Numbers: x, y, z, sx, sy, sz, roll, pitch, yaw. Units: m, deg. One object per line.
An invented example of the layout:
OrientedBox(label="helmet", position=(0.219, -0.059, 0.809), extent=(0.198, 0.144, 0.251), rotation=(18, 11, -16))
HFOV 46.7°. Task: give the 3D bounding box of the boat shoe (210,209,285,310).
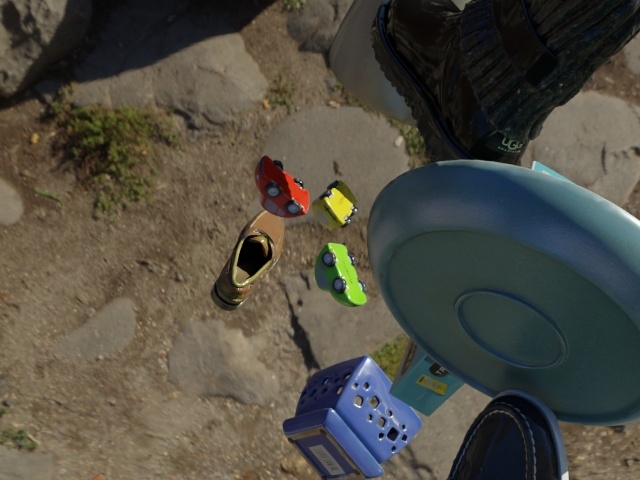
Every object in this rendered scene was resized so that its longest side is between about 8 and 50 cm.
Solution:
OrientedBox(label="boat shoe", position=(-0.142, 0.027, 1.697), extent=(0.110, 0.104, 0.307), rotation=(30, 47, -9))

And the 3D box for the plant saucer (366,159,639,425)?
OrientedBox(label="plant saucer", position=(0.170, 0.065, 0.642), extent=(0.317, 0.318, 0.044), rotation=(31, 60, 12))

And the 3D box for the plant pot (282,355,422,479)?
OrientedBox(label="plant pot", position=(0.063, 0.446, 1.781), extent=(0.236, 0.236, 0.212), rotation=(52, 48, -9))

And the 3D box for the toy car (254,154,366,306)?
OrientedBox(label="toy car", position=(0.000, 0.000, 1.074), extent=(0.053, 0.239, 0.225), rotation=(-32, 67, 28))

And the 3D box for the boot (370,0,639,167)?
OrientedBox(label="boot", position=(0.190, -0.244, 0.787), extent=(0.131, 0.260, 0.348), rotation=(5, 45, -27))

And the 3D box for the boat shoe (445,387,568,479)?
OrientedBox(label="boat shoe", position=(0.145, 0.287, 0.685), extent=(0.114, 0.091, 0.303), rotation=(16, 101, 46))

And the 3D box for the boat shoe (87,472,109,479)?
OrientedBox(label="boat shoe", position=(-0.380, 0.418, 1.095), extent=(0.178, 0.064, 0.060), rotation=(-38, 73, -20))

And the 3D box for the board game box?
OrientedBox(label="board game box", position=(0.240, 0.078, 1.116), extent=(0.079, 0.336, 0.254), rotation=(30, 46, -1))

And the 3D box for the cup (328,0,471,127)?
OrientedBox(label="cup", position=(0.202, -0.355, 1.165), extent=(0.330, 0.237, 0.331), rotation=(11, 41, -9))
